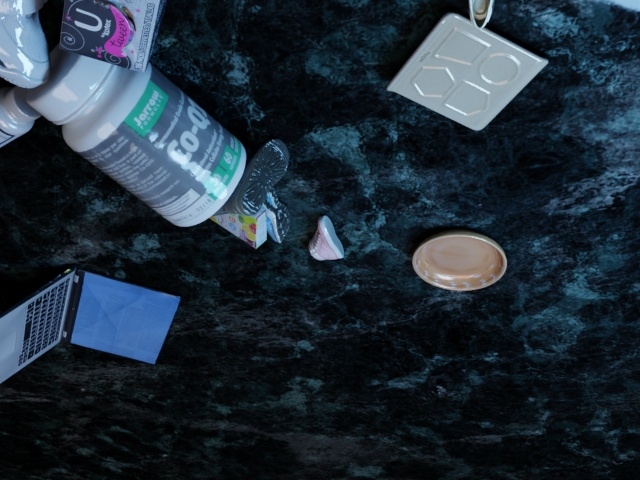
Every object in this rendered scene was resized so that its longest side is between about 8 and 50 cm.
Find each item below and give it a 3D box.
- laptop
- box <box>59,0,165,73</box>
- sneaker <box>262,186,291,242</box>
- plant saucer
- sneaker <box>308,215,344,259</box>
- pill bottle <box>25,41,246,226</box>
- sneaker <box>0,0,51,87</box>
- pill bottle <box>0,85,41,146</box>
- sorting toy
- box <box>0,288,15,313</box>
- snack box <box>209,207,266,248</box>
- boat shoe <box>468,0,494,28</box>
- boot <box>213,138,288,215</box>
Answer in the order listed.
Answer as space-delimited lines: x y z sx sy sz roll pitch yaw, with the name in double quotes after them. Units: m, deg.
-0.610 0.265 2.183 0.236 0.408 0.382 43 142 11 "laptop"
-0.297 -0.404 1.296 0.142 0.163 0.247 15 142 -10 "box"
-0.115 -0.061 1.807 0.073 0.063 0.162 5 139 30 "sneaker"
0.298 0.038 1.857 0.200 0.037 0.200 6 143 5 "plant saucer"
0.000 0.000 1.855 0.070 0.051 0.134 -9 144 14 "sneaker"
-0.322 -0.199 1.536 0.204 0.204 0.361 -22 133 34 "pill bottle"
-0.447 -0.410 1.291 0.210 0.137 0.366 -8 119 19 "sneaker"
-0.602 -0.233 1.638 0.169 0.094 0.094 -20 134 32 "pill bottle"
0.244 -0.283 1.457 0.208 0.038 0.193 19 142 -20 "sorting toy"
-0.913 0.133 2.079 0.191 0.143 0.381 -37 133 -4 "box"
-0.175 -0.056 1.778 0.141 0.037 0.100 33 146 20 "snack box"
0.244 -0.386 1.312 0.049 0.043 0.137 4 141 9 "boat shoe"
-0.177 -0.114 1.684 0.208 0.190 0.076 -5 134 48 "boot"
